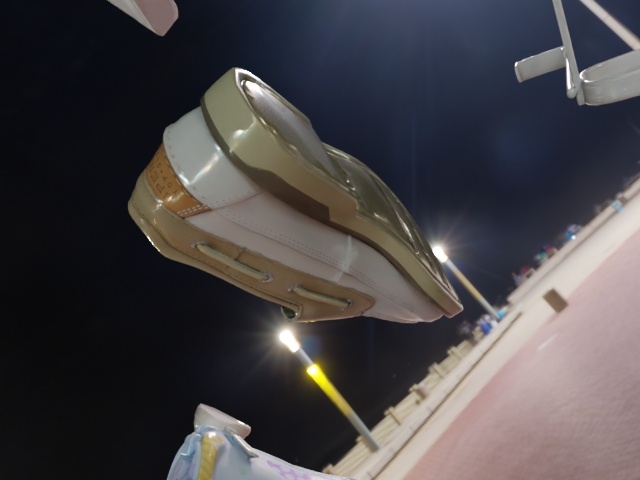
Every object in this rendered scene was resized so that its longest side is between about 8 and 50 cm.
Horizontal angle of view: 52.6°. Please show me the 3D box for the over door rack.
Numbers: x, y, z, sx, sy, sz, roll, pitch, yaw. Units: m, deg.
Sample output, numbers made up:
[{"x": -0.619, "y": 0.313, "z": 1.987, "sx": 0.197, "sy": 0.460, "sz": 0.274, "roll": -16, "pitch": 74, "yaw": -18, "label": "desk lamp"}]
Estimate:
[{"x": 0.189, "y": -0.243, "z": 0.497, "sx": 0.108, "sy": 0.239, "sz": 0.324, "roll": -17, "pitch": 14, "yaw": 14, "label": "over door rack"}]

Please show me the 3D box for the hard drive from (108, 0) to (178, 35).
[{"x": -0.292, "y": -0.334, "z": 0.620, "sx": 0.040, "sy": 0.307, "sz": 0.203, "roll": -53, "pitch": -10, "yaw": -5, "label": "hard drive"}]

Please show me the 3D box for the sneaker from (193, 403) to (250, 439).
[{"x": -0.154, "y": 0.297, "z": 0.936, "sx": 0.094, "sy": 0.080, "sz": 0.212, "roll": -61, "pitch": -8, "yaw": -21, "label": "sneaker"}]

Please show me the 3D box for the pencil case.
[{"x": -0.007, "y": 0.253, "z": 0.563, "sx": 0.113, "sy": 0.273, "sz": 0.124, "roll": -48, "pitch": 26, "yaw": 51, "label": "pencil case"}]

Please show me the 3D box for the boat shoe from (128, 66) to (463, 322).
[{"x": 0.000, "y": 0.000, "z": 0.461, "sx": 0.103, "sy": 0.113, "sz": 0.302, "roll": -37, "pitch": -41, "yaw": 16, "label": "boat shoe"}]
